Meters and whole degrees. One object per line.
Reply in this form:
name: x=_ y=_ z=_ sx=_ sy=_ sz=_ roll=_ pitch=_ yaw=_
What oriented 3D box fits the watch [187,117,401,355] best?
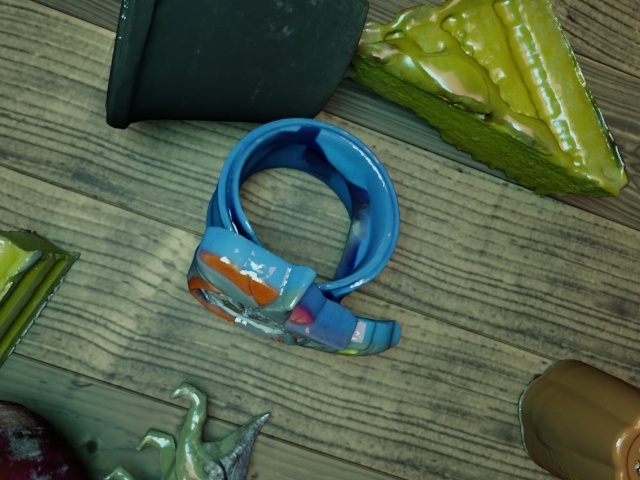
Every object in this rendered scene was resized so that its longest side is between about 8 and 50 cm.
watch: x=0.000 y=0.000 z=0.595 sx=0.305 sy=0.241 sz=0.274 roll=26 pitch=67 yaw=-13

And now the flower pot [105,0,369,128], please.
flower pot: x=-0.105 y=-0.286 z=0.572 sx=0.251 sy=0.379 sz=0.379 roll=13 pitch=85 yaw=-27

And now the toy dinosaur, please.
toy dinosaur: x=-0.197 y=0.333 z=0.608 sx=0.162 sy=0.077 sz=0.294 roll=36 pitch=76 yaw=5

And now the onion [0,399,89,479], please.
onion: x=-0.375 y=0.356 z=0.473 sx=0.260 sy=0.282 sz=0.336 roll=11 pitch=85 yaw=24

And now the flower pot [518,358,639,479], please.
flower pot: x=0.412 y=0.277 z=0.635 sx=0.191 sy=0.173 sz=0.190 roll=1 pitch=85 yaw=-7

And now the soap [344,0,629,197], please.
soap: x=0.218 y=-0.165 z=0.646 sx=0.305 sy=0.169 sz=0.338 roll=-22 pitch=87 yaw=-6

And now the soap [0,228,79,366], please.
soap: x=-0.435 y=0.093 z=0.584 sx=0.076 sy=0.135 sz=0.233 roll=34 pitch=85 yaw=-3
